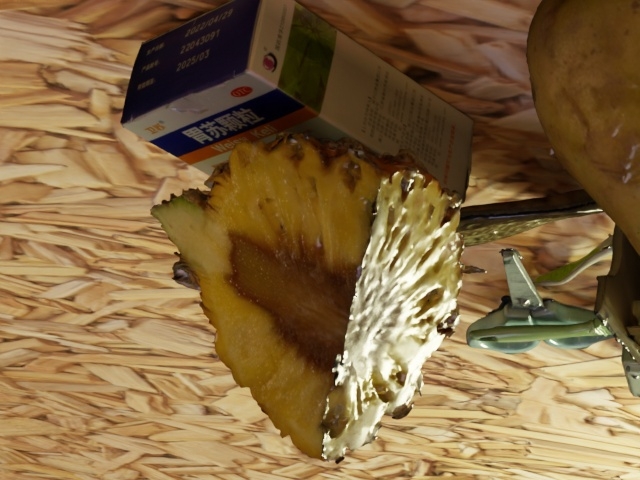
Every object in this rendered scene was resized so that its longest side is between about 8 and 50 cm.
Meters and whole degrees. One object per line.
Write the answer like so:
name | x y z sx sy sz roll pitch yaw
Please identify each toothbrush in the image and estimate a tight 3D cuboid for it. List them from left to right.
toothbrush | 0.285 0.035 2.033 0.026 0.022 0.263 21 156 -13

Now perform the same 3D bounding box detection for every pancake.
pancake | 0.201 -0.022 1.803 0.250 0.031 0.250 -10 174 -1

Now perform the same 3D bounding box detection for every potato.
potato | 0.292 -0.122 1.478 0.229 0.229 0.266 -17 110 48

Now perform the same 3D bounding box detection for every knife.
knife | 0.326 0.106 2.099 0.293 0.020 0.043 -2 157 -2

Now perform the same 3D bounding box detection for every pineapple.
pineapple | -0.003 -0.002 1.702 0.286 0.209 0.344 32 125 34

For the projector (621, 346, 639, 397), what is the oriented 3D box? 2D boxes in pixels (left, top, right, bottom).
projector | 0.459 0.161 2.187 0.147 0.061 0.115 3 153 18

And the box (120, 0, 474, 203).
box | -0.018 -0.117 1.738 0.299 0.106 0.200 28 150 -35

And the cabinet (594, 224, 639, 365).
cabinet | 0.458 0.036 1.713 0.290 0.227 0.318 -3 150 31

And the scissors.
scissors | 0.249 0.072 2.077 0.191 0.029 0.360 -4 157 13
